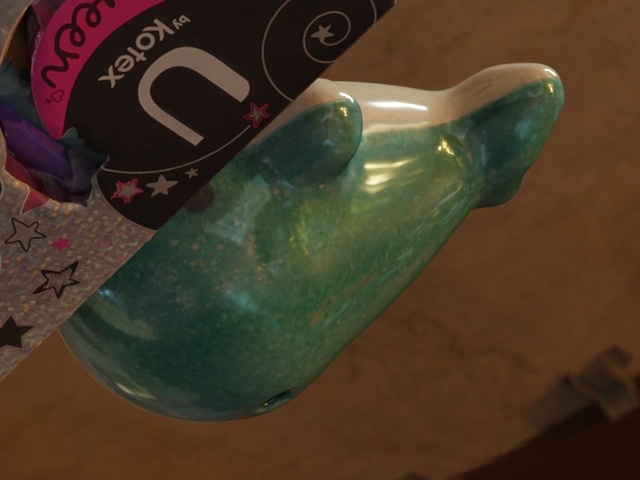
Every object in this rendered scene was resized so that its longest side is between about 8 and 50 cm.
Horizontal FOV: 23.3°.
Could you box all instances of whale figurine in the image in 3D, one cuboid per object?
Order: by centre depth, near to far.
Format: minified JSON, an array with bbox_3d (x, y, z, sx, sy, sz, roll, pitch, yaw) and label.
[{"bbox_3d":[0.000,0.000,0.763,0.272,0.141,0.216,-17,-19,-15],"label":"whale figurine"}]

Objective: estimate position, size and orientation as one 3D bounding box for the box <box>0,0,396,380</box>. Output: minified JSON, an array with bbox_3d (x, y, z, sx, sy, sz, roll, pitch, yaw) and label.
[{"bbox_3d":[-0.119,-0.083,0.618,0.247,0.163,0.142,-43,-50,16],"label":"box"}]
